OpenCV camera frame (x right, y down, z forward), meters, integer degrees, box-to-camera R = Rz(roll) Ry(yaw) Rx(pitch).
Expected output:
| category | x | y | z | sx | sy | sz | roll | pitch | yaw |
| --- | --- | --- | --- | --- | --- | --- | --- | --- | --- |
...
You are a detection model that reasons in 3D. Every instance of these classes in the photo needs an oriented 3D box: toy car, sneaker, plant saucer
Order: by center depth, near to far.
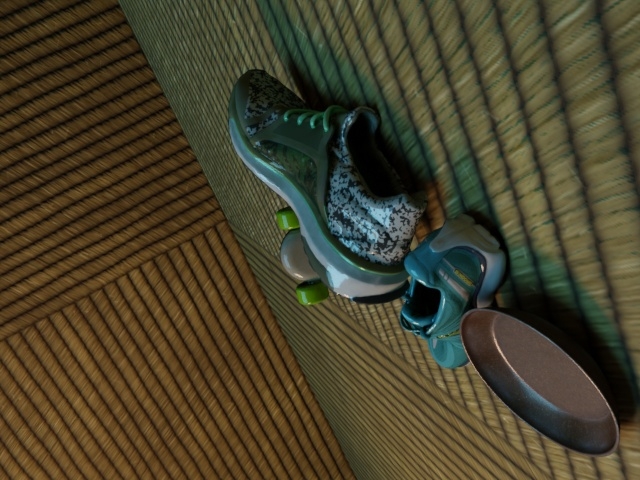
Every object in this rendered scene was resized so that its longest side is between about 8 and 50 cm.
| category | x | y | z | sx | sy | sz | roll | pitch | yaw |
| --- | --- | --- | --- | --- | --- | --- | --- | --- | --- |
| plant saucer | 0.234 | 0.141 | 0.695 | 0.198 | 0.036 | 0.198 | 43 | 158 | 22 |
| sneaker | 0.141 | 0.075 | 0.785 | 0.107 | 0.110 | 0.275 | 50 | 163 | 36 |
| sneaker | 0.020 | -0.122 | 0.867 | 0.410 | 0.158 | 0.182 | 55 | 134 | 28 |
| toy car | 0.000 | 0.000 | 1.102 | 0.188 | 0.149 | 0.155 | -128 | 23 | -77 |
